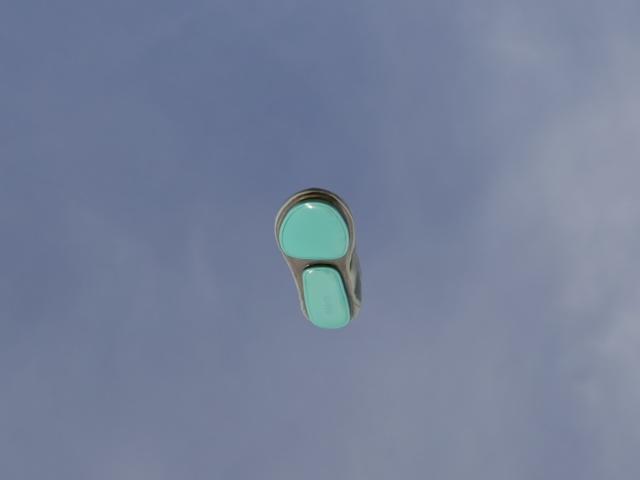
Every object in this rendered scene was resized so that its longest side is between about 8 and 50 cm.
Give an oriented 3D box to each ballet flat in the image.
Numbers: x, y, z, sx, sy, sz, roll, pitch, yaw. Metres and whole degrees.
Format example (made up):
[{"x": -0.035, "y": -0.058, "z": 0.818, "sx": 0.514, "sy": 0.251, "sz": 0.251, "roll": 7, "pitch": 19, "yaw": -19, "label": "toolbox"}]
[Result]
[{"x": 0.000, "y": 0.000, "z": 1.430, "sx": 0.072, "sy": 0.213, "sz": 0.068, "roll": 1, "pitch": -125, "yaw": 7, "label": "ballet flat"}]
